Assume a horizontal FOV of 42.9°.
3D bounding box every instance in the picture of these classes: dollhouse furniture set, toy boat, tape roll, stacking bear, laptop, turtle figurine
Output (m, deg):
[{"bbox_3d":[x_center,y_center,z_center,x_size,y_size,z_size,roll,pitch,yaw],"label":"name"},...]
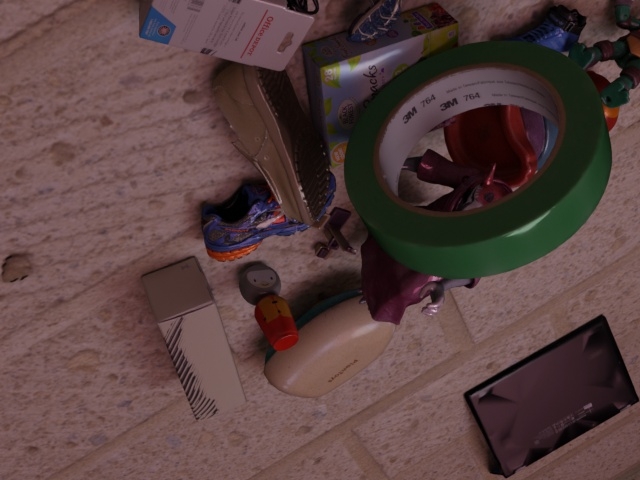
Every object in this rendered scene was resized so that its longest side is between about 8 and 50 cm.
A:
[{"bbox_3d":[0.000,0.000,1.287,0.114,0.081,0.091,16,120,-40],"label":"dollhouse furniture set"},{"bbox_3d":[-0.016,0.142,1.387,0.267,0.148,0.318,-38,146,14],"label":"toy boat"},{"bbox_3d":[0.190,-0.108,1.014,0.321,0.321,0.077,-35,138,3],"label":"tape roll"},{"bbox_3d":[0.349,-0.191,1.262,0.289,0.164,0.175,-17,93,-31],"label":"stacking bear"},{"bbox_3d":[0.561,0.405,2.052,0.382,0.236,0.407,-29,110,-4],"label":"laptop"},{"bbox_3d":[0.491,-0.298,1.227,0.234,0.175,0.118,-35,149,-19],"label":"turtle figurine"}]

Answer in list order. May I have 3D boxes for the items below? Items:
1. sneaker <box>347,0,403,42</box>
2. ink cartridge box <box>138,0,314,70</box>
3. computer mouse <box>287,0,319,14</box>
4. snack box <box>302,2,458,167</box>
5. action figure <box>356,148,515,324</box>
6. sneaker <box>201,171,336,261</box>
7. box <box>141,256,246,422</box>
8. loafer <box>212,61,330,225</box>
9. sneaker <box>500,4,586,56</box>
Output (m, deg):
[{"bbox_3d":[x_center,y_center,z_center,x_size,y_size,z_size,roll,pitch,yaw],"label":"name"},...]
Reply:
[{"bbox_3d":[0.079,-0.317,1.055,0.135,0.058,0.052,-48,150,9],"label":"sneaker"},{"bbox_3d":[-0.109,-0.268,0.943,0.180,0.060,0.104,9,147,-25],"label":"ink cartridge box"},{"bbox_3d":[0.029,-0.358,0.923,0.272,0.072,0.188,-10,140,24],"label":"computer mouse"},{"bbox_3d":[0.088,-0.216,1.144,0.207,0.070,0.174,-21,137,-11],"label":"snack box"},{"bbox_3d":[0.197,-0.001,1.197,0.276,0.248,0.370,-2,161,-26],"label":"action figure"},{"bbox_3d":[-0.077,-0.049,1.200,0.221,0.083,0.087,-29,130,-9],"label":"sneaker"},{"bbox_3d":[-0.198,0.165,1.306,0.094,0.113,0.275,-21,136,-11],"label":"box"},{"bbox_3d":[-0.064,-0.135,1.104,0.092,0.102,0.268,0,129,29],"label":"loafer"},{"bbox_3d":[0.330,-0.309,1.206,0.152,0.058,0.084,-9,139,-29],"label":"sneaker"}]
